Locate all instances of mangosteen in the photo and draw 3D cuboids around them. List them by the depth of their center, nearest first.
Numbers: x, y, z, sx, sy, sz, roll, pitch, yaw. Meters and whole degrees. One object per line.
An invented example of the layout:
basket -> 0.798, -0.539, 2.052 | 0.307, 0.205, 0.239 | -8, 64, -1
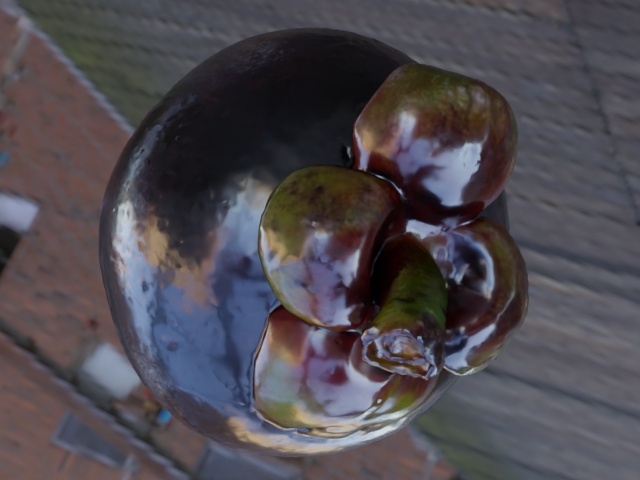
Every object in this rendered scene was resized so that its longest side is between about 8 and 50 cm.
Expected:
mangosteen -> 0.000, 0.000, 1.335 | 0.382, 0.382, 0.435 | 29, 169, -11
